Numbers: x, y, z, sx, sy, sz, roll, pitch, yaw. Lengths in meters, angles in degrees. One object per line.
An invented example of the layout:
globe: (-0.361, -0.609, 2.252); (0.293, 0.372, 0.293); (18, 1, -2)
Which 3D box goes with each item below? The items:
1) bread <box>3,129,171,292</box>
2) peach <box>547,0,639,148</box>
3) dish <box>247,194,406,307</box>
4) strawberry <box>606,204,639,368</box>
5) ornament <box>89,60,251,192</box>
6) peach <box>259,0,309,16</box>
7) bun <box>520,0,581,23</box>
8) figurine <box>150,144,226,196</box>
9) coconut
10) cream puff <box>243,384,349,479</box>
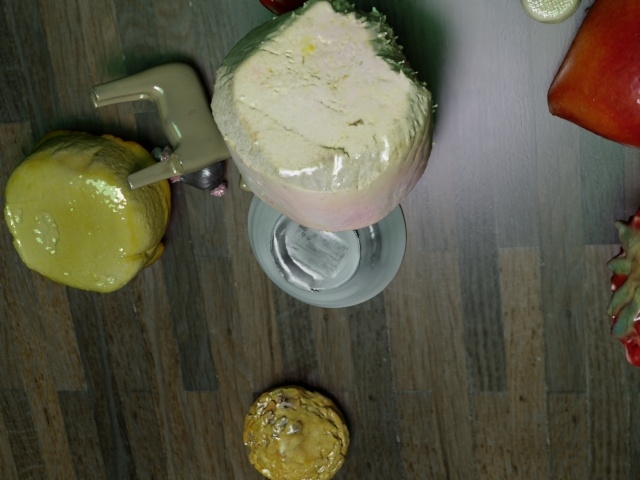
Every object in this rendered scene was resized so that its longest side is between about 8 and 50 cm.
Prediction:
bread: (-0.369, -0.048, 1.583); (0.269, 0.148, 0.270); (7, 118, 14)
peach: (0.457, -0.242, 1.285); (0.361, 0.201, 0.258); (-27, 103, 22)
dish: (0.000, 0.000, 1.550); (0.260, 0.085, 0.260); (5, 112, 12)
strawberry: (0.580, 0.050, 1.336); (0.345, 0.295, 0.318); (10, 100, -13)
ornament: (-0.194, -0.163, 1.512); (0.244, 0.061, 0.230); (-21, 86, -22)
peach: (-0.048, -0.371, 1.417); (0.100, 0.101, 0.101); (5, 111, 12)
bun: (0.314, -0.338, 1.364); (0.086, 0.055, 0.086); (1, 97, 8)
figurine: (-0.211, -0.110, 1.577); (0.129, 0.054, 0.072); (11, 117, 11)
coconut: (0.011, -0.167, 1.373); (0.297, 0.309, 0.298); (-1, 80, 4)
cream puff: (-0.044, 0.330, 1.664); (0.189, 0.129, 0.189); (4, 112, 9)
